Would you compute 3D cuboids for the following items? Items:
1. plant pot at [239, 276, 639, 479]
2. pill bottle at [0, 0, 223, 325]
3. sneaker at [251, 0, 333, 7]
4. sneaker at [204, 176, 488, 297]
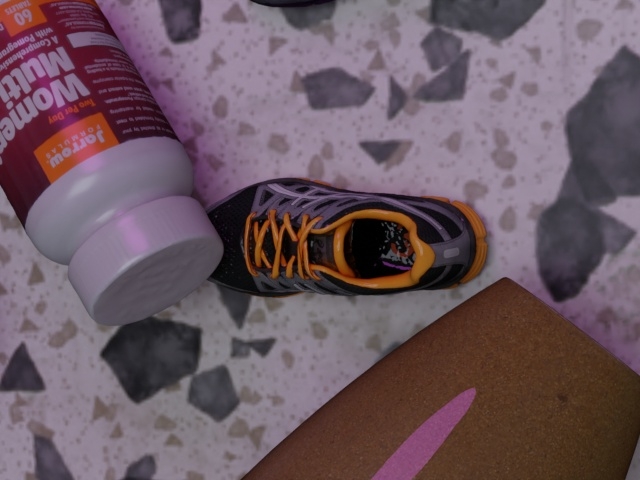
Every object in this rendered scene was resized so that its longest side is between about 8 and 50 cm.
[{"bbox_3d":[0.087,0.159,1.118,0.237,0.237,0.254,38,90,13],"label":"plant pot"},{"bbox_3d":[-0.161,-0.060,1.202,0.121,0.121,0.221,-39,68,18],"label":"pill bottle"},{"bbox_3d":[0.030,-0.214,1.154,0.224,0.098,0.083,-19,88,20],"label":"sneaker"},{"bbox_3d":[0.000,0.000,1.191,0.215,0.083,0.084,-3,96,22],"label":"sneaker"}]
